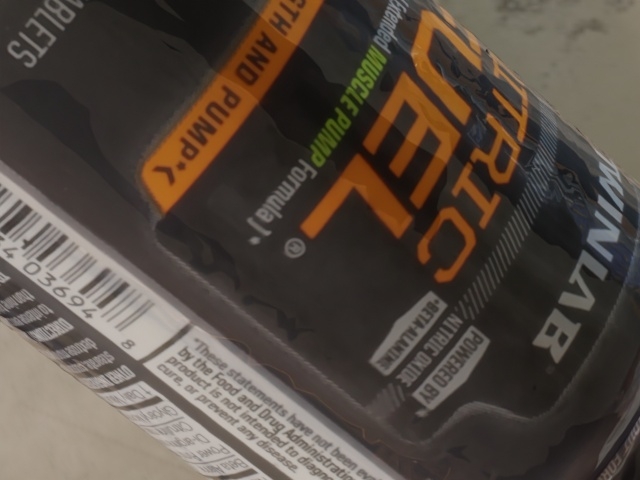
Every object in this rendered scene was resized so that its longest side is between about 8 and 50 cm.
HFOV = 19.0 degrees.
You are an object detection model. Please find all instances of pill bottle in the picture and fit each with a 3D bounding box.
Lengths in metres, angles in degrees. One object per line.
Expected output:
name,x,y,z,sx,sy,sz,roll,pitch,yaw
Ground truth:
pill bottle,0.000,0.000,0.479,0.246,0.130,0.130,39,-94,-18
